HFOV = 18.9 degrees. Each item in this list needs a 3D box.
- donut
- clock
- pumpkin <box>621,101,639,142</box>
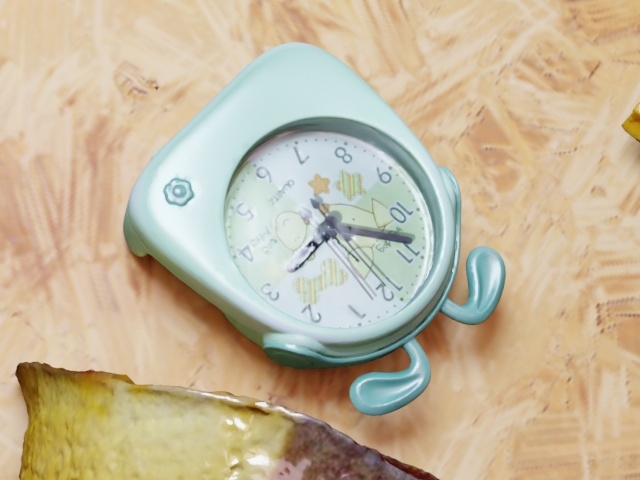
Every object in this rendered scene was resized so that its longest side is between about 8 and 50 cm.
[{"bbox_3d":[-0.016,0.143,0.921,0.295,0.151,0.112,16,79,-7],"label":"donut"},{"bbox_3d":[0.000,0.000,1.016,0.188,0.060,0.148,44,68,5],"label":"clock"},{"bbox_3d":[0.218,-0.065,1.089,0.074,0.054,0.083,45,47,2],"label":"pumpkin"}]
